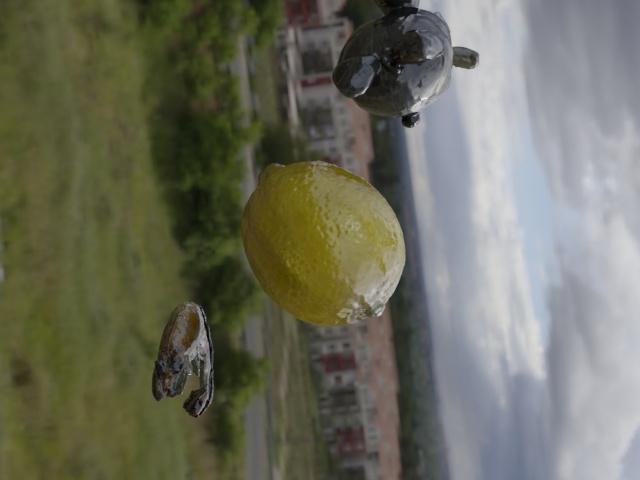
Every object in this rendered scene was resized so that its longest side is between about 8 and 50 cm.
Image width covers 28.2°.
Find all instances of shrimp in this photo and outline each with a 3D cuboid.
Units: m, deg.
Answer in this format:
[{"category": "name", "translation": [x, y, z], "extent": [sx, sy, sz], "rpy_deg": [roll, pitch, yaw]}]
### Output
[{"category": "shrimp", "translation": [-0.198, 0.192, 1.916], "extent": [0.253, 0.058, 0.173], "rpy_deg": [-82, 160, -60]}]

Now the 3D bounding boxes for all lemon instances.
[{"category": "lemon", "translation": [0.000, 0.000, 2.045], "extent": [0.320, 0.245, 0.245], "rpy_deg": [51, -10, 25]}]

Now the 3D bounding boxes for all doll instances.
[{"category": "doll", "translation": [0.116, -0.400, 2.428], "extent": [0.378, 0.252, 0.382], "rpy_deg": [58, 16, 1]}]
